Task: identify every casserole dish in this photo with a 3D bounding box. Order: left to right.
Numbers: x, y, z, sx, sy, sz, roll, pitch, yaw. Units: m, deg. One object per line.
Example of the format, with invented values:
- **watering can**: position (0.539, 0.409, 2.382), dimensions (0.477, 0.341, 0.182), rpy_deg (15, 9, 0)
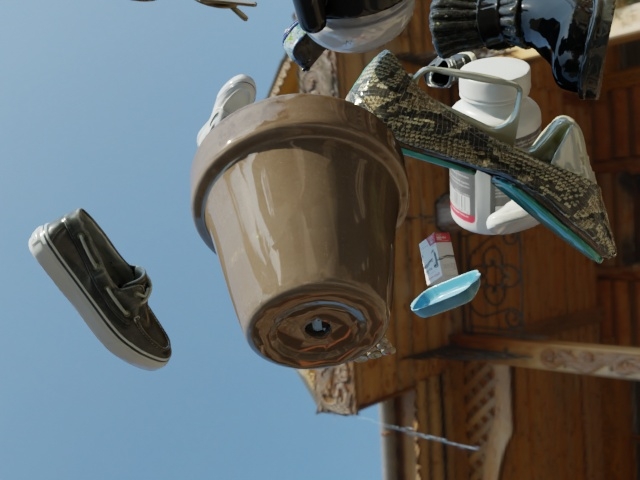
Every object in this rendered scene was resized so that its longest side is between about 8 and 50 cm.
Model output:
- **casserole dish**: position (0.294, 0.128, 1.594), dimensions (0.037, 0.188, 0.114), rpy_deg (56, -144, -8)

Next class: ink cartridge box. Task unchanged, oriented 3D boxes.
- **ink cartridge box**: position (0.348, 0.056, 2.038), dimensions (0.056, 0.099, 0.135), rpy_deg (-1, -111, -21)

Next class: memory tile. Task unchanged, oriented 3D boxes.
- **memory tile**: position (0.114, 0.256, 1.677), dimensions (0.148, 0.113, 0.012), rpy_deg (54, -153, -51)

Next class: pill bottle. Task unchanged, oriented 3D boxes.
- **pill bottle**: position (0.342, -0.186, 1.362), dimensions (0.176, 0.176, 0.319), rpy_deg (-38, -47, -37)

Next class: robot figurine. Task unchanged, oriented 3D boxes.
- **robot figurine**: position (0.034, -0.385, 0.904), dimensions (0.209, 0.174, 0.278), rpy_deg (-21, -45, -8)

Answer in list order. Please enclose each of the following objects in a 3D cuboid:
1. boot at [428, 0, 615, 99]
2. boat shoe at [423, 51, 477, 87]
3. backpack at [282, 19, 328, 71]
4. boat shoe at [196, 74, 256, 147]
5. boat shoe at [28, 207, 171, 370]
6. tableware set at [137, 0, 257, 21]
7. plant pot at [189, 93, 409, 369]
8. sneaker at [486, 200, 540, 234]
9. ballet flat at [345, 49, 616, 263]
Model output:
- **boot**: position (0.291, -0.320, 1.041), dimensions (0.348, 0.260, 0.131), rpy_deg (-72, -22, -48)
- **boat shoe**: position (0.298, -0.411, 1.682), dimensions (0.079, 0.233, 0.084), rpy_deg (-22, -78, -11)
- **backpack**: position (-0.044, -0.495, 1.712), dimensions (0.105, 0.084, 0.114), rpy_deg (-45, -20, 8)
- **boat shoe**: position (-0.204, -0.262, 1.531), dimensions (0.083, 0.226, 0.076), rpy_deg (12, -133, -27)
- **boat shoe**: position (-0.351, 0.092, 1.197), dimensions (0.119, 0.121, 0.335), rpy_deg (-31, -63, 9)
- **tableware set**: position (-0.194, -0.335, 0.923), dimensions (0.194, 0.128, 0.039), rpy_deg (-4, -46, -25)
- **plant pot**: position (-0.014, 0.007, 0.765), dimensions (0.263, 0.263, 0.229), rpy_deg (36, -149, -36)
- **sneaker**: position (0.394, -0.079, 1.288), dimensions (0.212, 0.080, 0.094), rpy_deg (-18, -106, -13)
- **ballet flat**: position (0.273, -0.143, 1.039), dimensions (0.482, 0.164, 0.182), rpy_deg (27, -81, -4)
